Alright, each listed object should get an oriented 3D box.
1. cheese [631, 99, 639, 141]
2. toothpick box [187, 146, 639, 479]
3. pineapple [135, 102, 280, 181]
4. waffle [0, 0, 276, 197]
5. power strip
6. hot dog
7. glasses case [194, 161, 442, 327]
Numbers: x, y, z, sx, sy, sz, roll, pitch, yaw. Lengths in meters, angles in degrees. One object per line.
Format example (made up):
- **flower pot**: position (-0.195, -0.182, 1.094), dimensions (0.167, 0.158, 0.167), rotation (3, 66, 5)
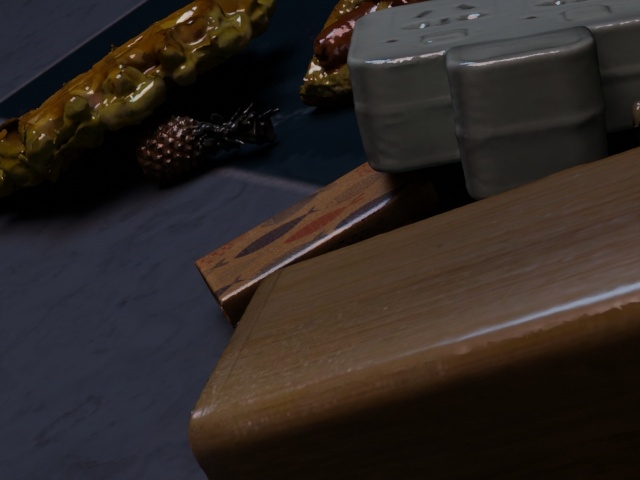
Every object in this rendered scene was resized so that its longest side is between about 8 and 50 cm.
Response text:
- **cheese**: position (0.301, -0.084, 1.012), dimensions (0.202, 0.091, 0.175), rotation (-34, 26, -17)
- **toothpick box**: position (0.114, 0.066, 0.823), dimensions (0.308, 0.190, 0.187), rotation (-19, 26, 28)
- **pineapple**: position (-0.093, -0.083, 1.453), dimensions (0.124, 0.058, 0.058), rotation (-6, 32, 23)
- **waffle**: position (-0.190, -0.138, 1.578), dimensions (0.325, 0.068, 0.302), rotation (-23, 14, 43)
- **power strip**: position (0.140, -0.088, 1.154), dimensions (0.229, 0.141, 0.261), rotation (-10, 19, 7)
- **hot dog**: position (0.085, -0.211, 1.458), dimensions (0.261, 0.093, 0.123), rotation (-36, 26, -18)
- **glasses case**: position (0.000, 0.000, 1.208), dimensions (0.170, 0.041, 0.064), rotation (-30, 33, -6)
